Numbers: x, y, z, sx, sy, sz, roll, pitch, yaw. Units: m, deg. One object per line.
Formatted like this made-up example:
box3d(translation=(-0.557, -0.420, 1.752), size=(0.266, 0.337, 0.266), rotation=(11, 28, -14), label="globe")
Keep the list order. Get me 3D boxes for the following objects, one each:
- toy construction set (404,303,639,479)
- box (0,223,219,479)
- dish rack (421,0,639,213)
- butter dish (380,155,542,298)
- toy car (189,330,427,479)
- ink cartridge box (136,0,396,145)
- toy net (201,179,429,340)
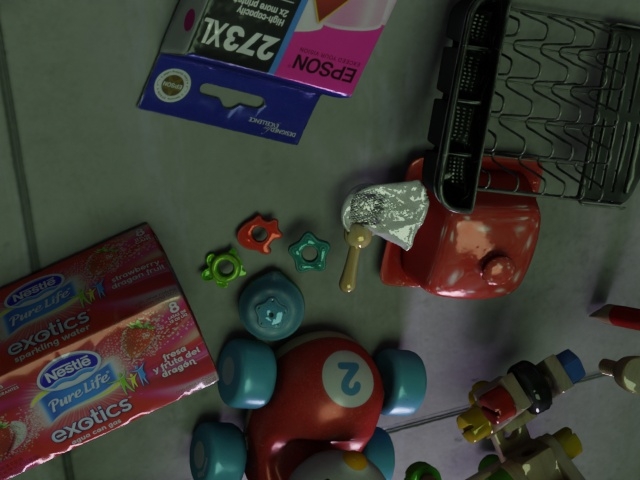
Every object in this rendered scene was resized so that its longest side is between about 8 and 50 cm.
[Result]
box3d(translation=(0.248, 0.203, 1.827), size=(0.257, 0.237, 0.309), rotation=(40, 82, -17), label="toy construction set")
box3d(translation=(-0.244, 0.109, 1.565), size=(0.257, 0.128, 0.122), rotation=(-24, 129, -5), label="box")
box3d(translation=(0.230, -0.127, 1.605), size=(0.272, 0.074, 0.208), rotation=(5, 102, -26), label="dish rack")
box3d(translation=(0.160, 0.004, 1.672), size=(0.160, 0.118, 0.160), rotation=(-1, 122, -24), label="butter dish")
box3d(translation=(0.015, 0.234, 1.692), size=(0.219, 0.238, 0.210), rotation=(5, 120, -27), label="toy car")
box3d(translation=(-0.015, -0.245, 1.464), size=(0.176, 0.069, 0.371), rotation=(12, 120, -29), label="ink cartridge box")
box3d(translation=(0.000, 0.000, 1.648), size=(0.232, 0.045, 0.122), rotation=(-36, 98, 6), label="toy net")
